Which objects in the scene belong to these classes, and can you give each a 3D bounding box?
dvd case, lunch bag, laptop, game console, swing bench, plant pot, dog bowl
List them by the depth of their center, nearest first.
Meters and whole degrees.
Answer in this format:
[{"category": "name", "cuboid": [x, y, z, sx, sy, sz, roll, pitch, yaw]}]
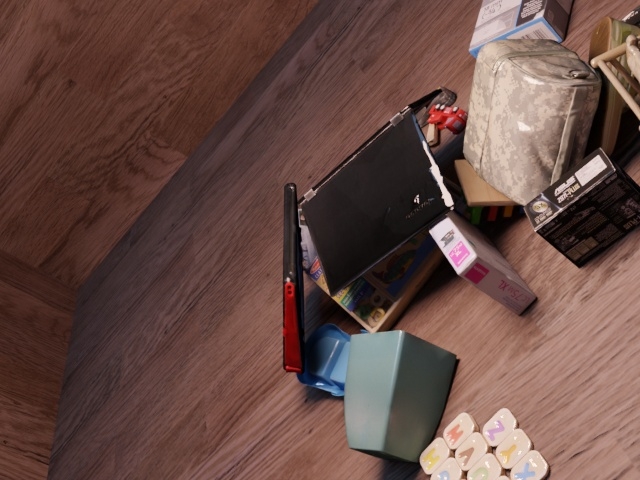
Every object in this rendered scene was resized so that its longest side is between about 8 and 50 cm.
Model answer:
[{"category": "swing bench", "cuboid": [0.652, -0.291, 1.268, 0.254, 0.165, 0.253, -41, 33, 26]}, {"category": "lunch bag", "cuboid": [0.441, -0.233, 1.508, 0.256, 0.212, 0.305, -111, 22, -55]}, {"category": "plant pot", "cuboid": [0.151, 0.327, 1.519, 0.165, 0.165, 0.234, -14, 56, 51]}, {"category": "laptop", "cuboid": [0.160, -0.125, 1.760, 0.382, 0.236, 0.408, -38, 0, 32]}, {"category": "dog bowl", "cuboid": [0.055, 0.298, 1.781, 0.297, 0.074, 0.166, 2, 62, 57]}, {"category": "game console", "cuboid": [-0.065, 0.098, 1.828, 0.387, 0.060, 0.342, -93, 5, -49]}, {"category": "dvd case", "cuboid": [0.000, 0.000, 2.041, 0.253, 0.022, 0.180, 1, 103, 53]}]

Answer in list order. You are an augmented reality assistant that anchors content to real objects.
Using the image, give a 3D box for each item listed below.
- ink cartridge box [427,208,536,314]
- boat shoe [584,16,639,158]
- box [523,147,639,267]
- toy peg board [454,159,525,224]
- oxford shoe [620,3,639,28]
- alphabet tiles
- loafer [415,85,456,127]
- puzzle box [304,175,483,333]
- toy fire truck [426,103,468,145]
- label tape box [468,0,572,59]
[{"category": "ink cartridge box", "cuboid": [0.314, 0.015, 1.556, 0.065, 0.185, 0.311, -48, 28, 18]}, {"category": "boat shoe", "cuboid": [0.607, -0.307, 1.522, 0.109, 0.098, 0.302, 156, 123, -77]}, {"category": "box", "cuboid": [0.502, -0.058, 1.380, 0.180, 0.147, 0.077, -42, 31, 25]}, {"category": "toy peg board", "cuboid": [0.390, -0.106, 1.650, 0.161, 0.160, 0.079, -95, 5, -50]}, {"category": "oxford shoe", "cuboid": [0.730, -0.499, 1.587, 0.227, 0.083, 0.096, -36, 15, 31]}, {"category": "alphabet tiles", "cuboid": [0.276, 0.446, 1.333, 0.278, 0.021, 0.284, -49, 29, 13]}, {"category": "loafer", "cuboid": [0.307, -0.384, 2.124, 0.170, 0.061, 0.062, -38, 34, 31]}, {"category": "puzzle box", "cuboid": [0.173, -0.001, 1.814, 0.272, 0.052, 0.409, 40, 96, 35]}, {"category": "toy fire truck", "cuboid": [0.317, -0.309, 2.045, 0.135, 0.047, 0.192, -57, 29, -1]}, {"category": "label tape box", "cuboid": [0.550, -0.641, 1.973, 0.240, 0.106, 0.334, -15, 48, 50]}]
